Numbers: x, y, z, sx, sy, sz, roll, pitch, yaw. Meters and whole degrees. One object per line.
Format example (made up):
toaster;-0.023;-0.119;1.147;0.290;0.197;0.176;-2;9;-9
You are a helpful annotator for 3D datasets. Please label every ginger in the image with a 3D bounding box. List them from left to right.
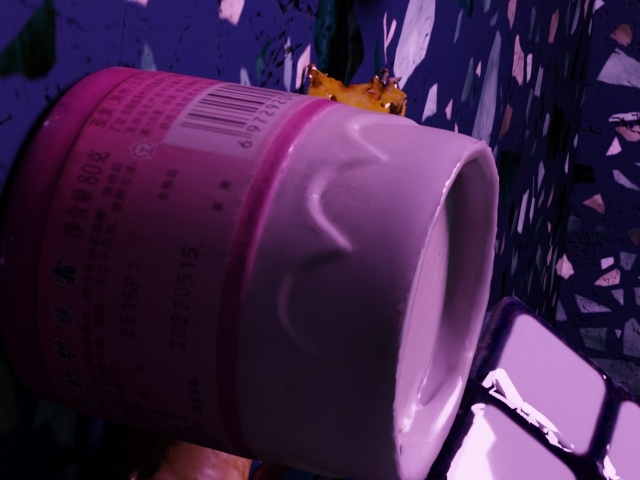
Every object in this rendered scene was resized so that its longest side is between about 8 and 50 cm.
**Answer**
ginger;-0.075;0.118;0.752;0.115;0.081;0.205;-52;-172;32

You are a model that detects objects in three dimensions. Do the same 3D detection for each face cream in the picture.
face cream;-0.029;0.015;0.640;0.175;0.195;0.175;12;90;-71

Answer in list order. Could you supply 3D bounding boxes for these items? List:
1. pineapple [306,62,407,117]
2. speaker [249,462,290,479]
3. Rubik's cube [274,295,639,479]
pineapple;0.001;0.000;0.911;0.135;0.079;0.233;82;22;-49
speaker;0.035;0.121;1.086;0.259;0.198;0.329;49;23;-18
Rubik's cube;0.087;0.307;0.760;0.344;0.344;0.337;-46;-172;39
